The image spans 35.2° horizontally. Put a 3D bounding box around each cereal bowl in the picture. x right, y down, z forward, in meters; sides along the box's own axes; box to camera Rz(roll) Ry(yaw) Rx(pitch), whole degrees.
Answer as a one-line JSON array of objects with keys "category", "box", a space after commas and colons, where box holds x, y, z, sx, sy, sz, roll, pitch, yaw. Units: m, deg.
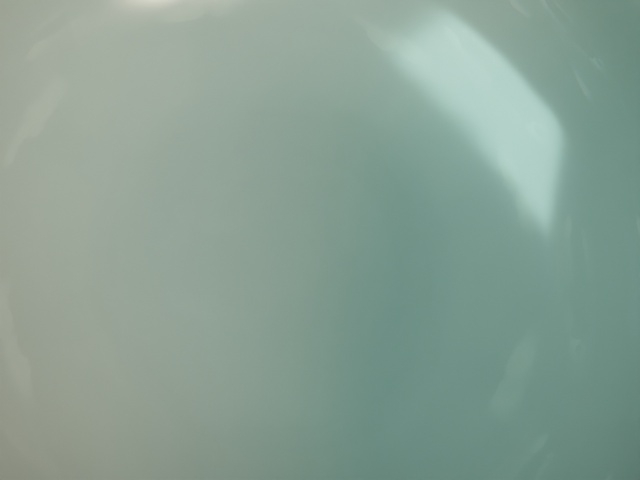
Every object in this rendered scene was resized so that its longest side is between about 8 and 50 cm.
[{"category": "cereal bowl", "box": [0.000, 0.000, 0.364, 0.339, 0.141, 0.338, 4, 77, -20]}]
